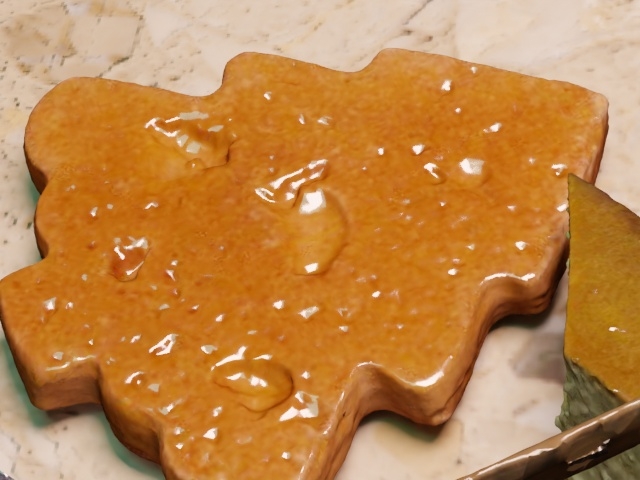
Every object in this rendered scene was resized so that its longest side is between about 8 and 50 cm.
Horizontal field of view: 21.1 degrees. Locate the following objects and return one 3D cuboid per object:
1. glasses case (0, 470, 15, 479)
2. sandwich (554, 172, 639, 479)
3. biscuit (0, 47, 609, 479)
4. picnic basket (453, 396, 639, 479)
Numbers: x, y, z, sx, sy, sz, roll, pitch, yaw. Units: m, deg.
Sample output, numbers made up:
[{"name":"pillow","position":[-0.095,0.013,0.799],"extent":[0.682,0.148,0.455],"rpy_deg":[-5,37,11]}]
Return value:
[{"name":"glasses case","position":[-0.234,0.109,0.746],"extent":[0.282,0.067,0.109],"rpy_deg":[25,67,24]},{"name":"sandwich","position":[0.162,0.083,0.698],"extent":[0.096,0.094,0.258],"rpy_deg":[-31,54,-21]},{"name":"biscuit","position":[0.000,0.000,0.811],"extent":[0.306,0.043,0.284],"rpy_deg":[-21,53,-8]},{"name":"picnic basket","position":[0.120,0.202,0.492],"extent":[0.254,0.291,0.321],"rpy_deg":[-22,63,-9]}]
